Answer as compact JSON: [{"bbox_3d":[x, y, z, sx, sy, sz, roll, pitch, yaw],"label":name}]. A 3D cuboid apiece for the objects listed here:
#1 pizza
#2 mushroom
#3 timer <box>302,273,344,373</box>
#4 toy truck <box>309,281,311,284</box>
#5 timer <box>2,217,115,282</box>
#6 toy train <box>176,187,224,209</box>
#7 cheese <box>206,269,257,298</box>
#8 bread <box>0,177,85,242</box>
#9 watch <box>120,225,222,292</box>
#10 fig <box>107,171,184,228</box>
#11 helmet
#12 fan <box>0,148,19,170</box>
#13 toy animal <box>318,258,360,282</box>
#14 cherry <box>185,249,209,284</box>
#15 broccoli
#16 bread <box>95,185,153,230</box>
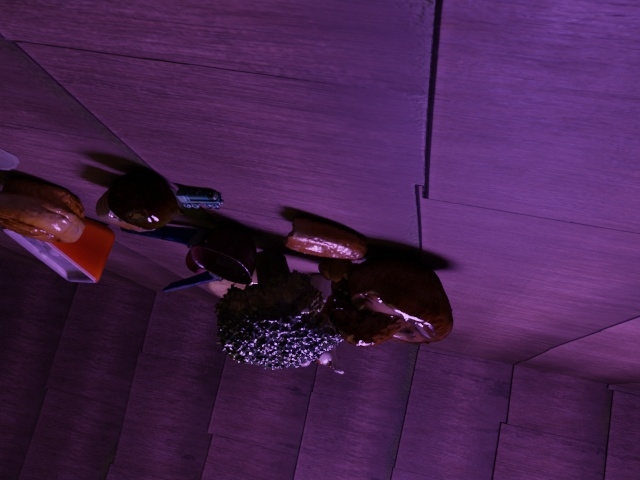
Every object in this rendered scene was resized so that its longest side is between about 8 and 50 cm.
[{"bbox_3d":[0.000,0.000,1.342,0.182,0.062,0.161,12,162,-22],"label":"pizza"},{"bbox_3d":[0.147,0.134,1.462,0.283,0.195,0.263,-1,164,-18],"label":"mushroom"},{"bbox_3d":[0.031,0.246,1.933,0.175,0.266,0.175,12,168,3],"label":"timer"},{"bbox_3d":[-0.095,0.257,2.096,0.156,0.278,0.155,19,171,15],"label":"toy truck"},{"bbox_3d":[-0.746,0.000,1.874,0.250,0.161,0.257,30,161,-33],"label":"timer"},{"bbox_3d":[-0.227,-0.081,1.259,0.092,0.029,0.045,3,150,24],"label":"toy train"},{"bbox_3d":[-0.222,0.114,1.964,0.214,0.117,0.226,1,160,22],"label":"cheese"},{"bbox_3d":[-0.655,-0.065,1.552,0.198,0.120,0.236,15,169,-4],"label":"bread"},{"bbox_3d":[-0.354,0.065,1.730,0.275,0.068,0.276,5,141,26],"label":"watch"},{"bbox_3d":[-0.317,-0.070,1.242,0.109,0.103,0.155,47,-163,26],"label":"fig"},{"bbox_3d":[-0.209,0.017,1.505,0.155,0.106,0.175,13,158,22],"label":"helmet"},{"bbox_3d":[-0.777,-0.182,1.382,0.233,0.012,0.415,23,161,-38],"label":"fan"},{"bbox_3d":[0.032,0.076,1.618,0.070,0.083,0.159,29,170,-31],"label":"toy animal"},{"bbox_3d":[-0.311,0.051,1.824,0.106,0.087,0.126,20,148,-30],"label":"cherry"},{"bbox_3d":[-0.070,0.162,1.622,0.375,0.301,0.249,-2,173,-23],"label":"broccoli"},{"bbox_3d":[-0.389,-0.067,1.348,0.119,0.084,0.177,21,166,-29],"label":"bread"}]
